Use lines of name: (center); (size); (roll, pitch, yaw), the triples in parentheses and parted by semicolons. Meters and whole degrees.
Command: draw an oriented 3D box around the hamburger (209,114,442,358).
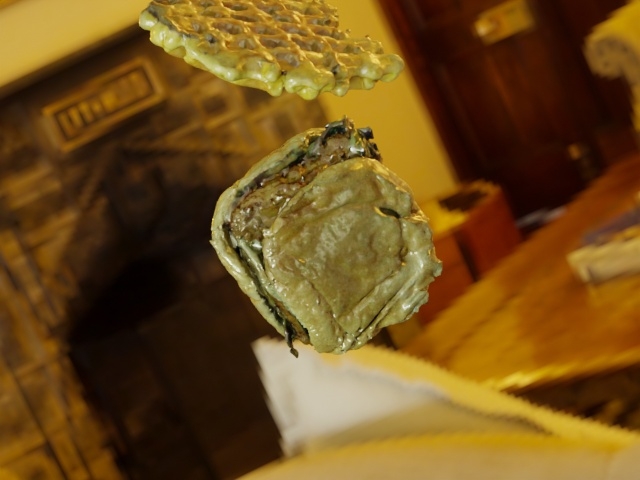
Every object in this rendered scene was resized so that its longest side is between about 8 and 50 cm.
hamburger: (0.000, 0.000, 1.739); (0.183, 0.206, 0.130); (-39, 25, -14)

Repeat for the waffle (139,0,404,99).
waffle: (-0.059, -0.237, 2.204); (0.300, 0.058, 0.281); (29, 30, 34)
